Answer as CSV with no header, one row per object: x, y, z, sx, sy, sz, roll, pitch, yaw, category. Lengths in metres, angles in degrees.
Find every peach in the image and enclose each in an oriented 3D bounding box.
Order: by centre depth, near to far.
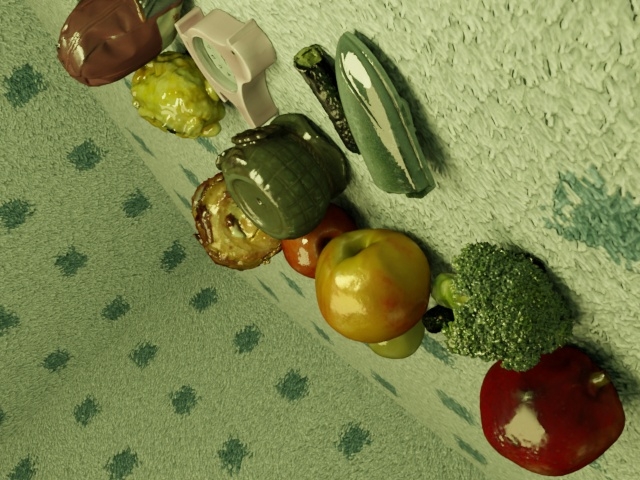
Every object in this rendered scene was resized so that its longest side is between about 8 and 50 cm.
0.139,0.121,1.425,0.289,0.289,0.308,26,146,50,peach

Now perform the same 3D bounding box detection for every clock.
-0.185,-0.388,1.348,0.275,0.080,0.290,29,158,46,clock

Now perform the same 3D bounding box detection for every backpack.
-0.483,-0.505,1.375,0.197,0.317,0.283,48,165,-4,backpack

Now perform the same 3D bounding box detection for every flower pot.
-0.099,-0.160,1.411,0.302,0.213,0.302,36,155,20,flower pot

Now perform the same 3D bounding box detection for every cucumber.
0.034,-0.266,1.137,0.245,0.067,0.067,52,163,-30,cucumber
0.306,0.202,1.481,0.072,0.072,0.300,43,176,10,cucumber

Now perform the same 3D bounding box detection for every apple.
0.000,0.000,1.586,0.218,0.218,0.201,53,170,-23,apple
0.222,0.258,1.740,0.200,0.200,0.200,41,164,15,apple

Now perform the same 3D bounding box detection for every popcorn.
-0.397,-0.398,1.624,0.286,0.215,0.252,28,151,37,popcorn

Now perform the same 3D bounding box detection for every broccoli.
0.312,0.114,1.181,0.252,0.221,0.361,13,-179,-29,broccoli

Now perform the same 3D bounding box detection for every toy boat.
0.106,-0.218,1.029,0.141,0.092,0.319,21,144,57,toy boat

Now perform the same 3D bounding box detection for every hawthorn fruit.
0.480,0.337,1.182,0.265,0.265,0.307,45,142,3,hawthorn fruit

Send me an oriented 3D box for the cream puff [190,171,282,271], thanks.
-0.238,-0.084,1.804,0.350,0.350,0.229,50,-178,-16,cream puff
